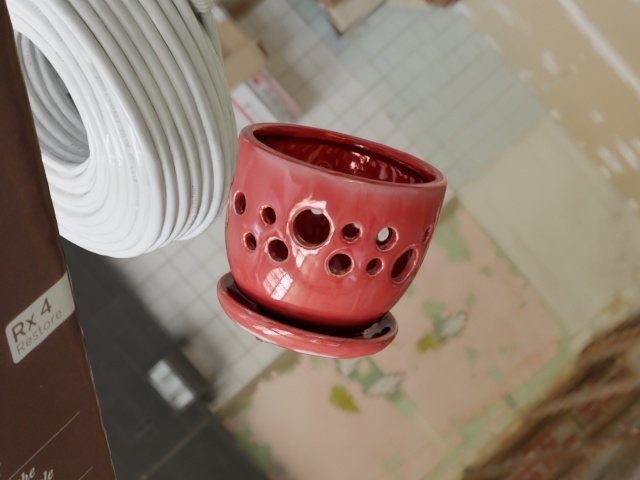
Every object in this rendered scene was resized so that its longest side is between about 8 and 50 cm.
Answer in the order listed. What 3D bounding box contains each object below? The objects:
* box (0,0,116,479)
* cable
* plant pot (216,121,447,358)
[{"bbox_3d":[-0.212,0.028,0.569,0.191,0.143,0.381,-45,142,-37],"label":"box"},{"bbox_3d":[-0.159,-0.104,0.916,0.089,0.257,0.257,-36,-146,-31],"label":"cable"},{"bbox_3d":[0.000,0.000,1.243,0.191,0.191,0.174,-44,151,-72],"label":"plant pot"}]
